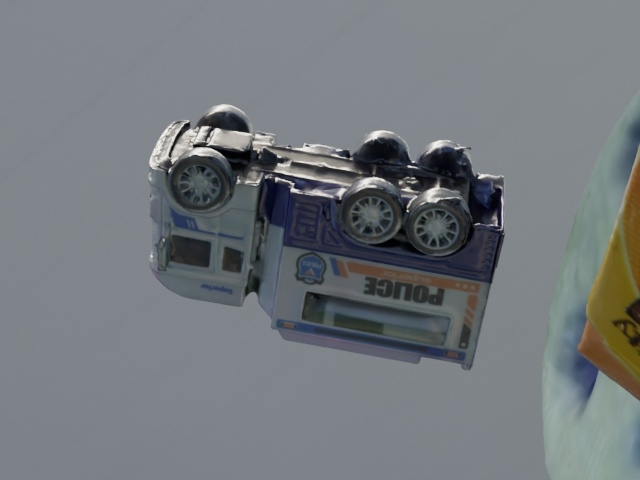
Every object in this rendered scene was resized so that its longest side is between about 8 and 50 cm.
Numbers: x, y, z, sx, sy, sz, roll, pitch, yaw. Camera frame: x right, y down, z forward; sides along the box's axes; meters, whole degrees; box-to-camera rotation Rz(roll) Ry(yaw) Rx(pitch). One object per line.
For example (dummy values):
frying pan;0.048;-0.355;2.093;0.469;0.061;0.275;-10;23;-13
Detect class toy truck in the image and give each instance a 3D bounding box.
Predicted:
toy truck;0.000;0.000;1.286;0.268;0.124;0.155;10;-65;2

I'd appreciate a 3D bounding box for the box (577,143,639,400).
box;0.155;0.000;0.450;0.043;0.152;0.269;-41;-24;-24

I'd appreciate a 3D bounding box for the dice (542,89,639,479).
dice;0.276;0.058;0.815;0.268;0.264;0.262;10;-69;-13
